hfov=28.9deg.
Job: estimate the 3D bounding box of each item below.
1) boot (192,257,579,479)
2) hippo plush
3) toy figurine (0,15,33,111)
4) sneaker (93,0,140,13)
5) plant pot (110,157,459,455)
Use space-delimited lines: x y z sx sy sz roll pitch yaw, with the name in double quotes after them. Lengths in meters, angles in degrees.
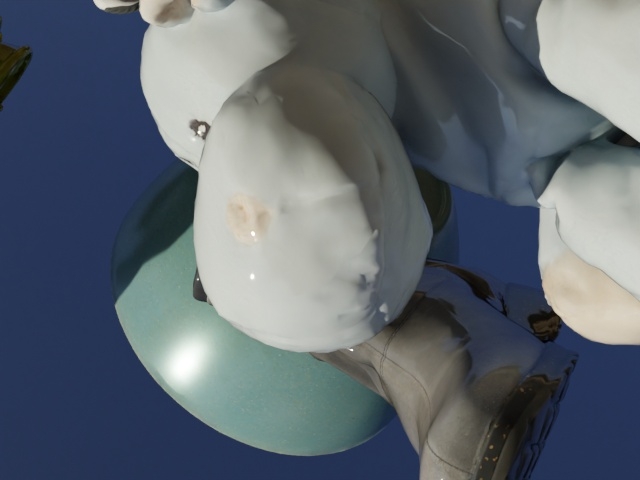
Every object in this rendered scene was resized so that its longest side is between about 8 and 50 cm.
0.022 0.058 0.718 0.223 0.118 0.338 24 -172 5 "boot"
0.049 -0.078 0.497 0.237 0.234 0.294 -7 -111 -11 "hippo plush"
-0.448 -0.092 1.084 0.217 0.191 0.362 33 -100 6 "toy figurine"
-0.161 -0.321 1.291 0.211 0.081 0.080 -45 -127 -8 "sneaker"
0.000 0.000 1.013 0.290 0.195 0.290 19 -134 -21 "plant pot"
